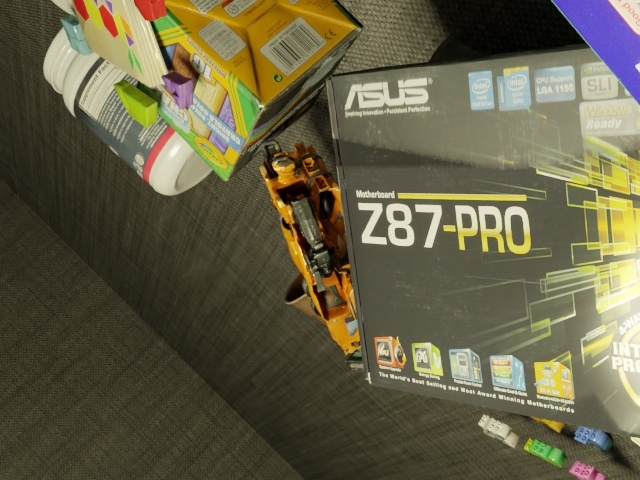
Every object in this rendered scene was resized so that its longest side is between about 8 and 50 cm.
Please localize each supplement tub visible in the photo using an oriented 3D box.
[{"bbox_3d":[-0.269,-0.220,1.384,0.272,0.191,0.191,42,156,7],"label":"supplement tub"}]

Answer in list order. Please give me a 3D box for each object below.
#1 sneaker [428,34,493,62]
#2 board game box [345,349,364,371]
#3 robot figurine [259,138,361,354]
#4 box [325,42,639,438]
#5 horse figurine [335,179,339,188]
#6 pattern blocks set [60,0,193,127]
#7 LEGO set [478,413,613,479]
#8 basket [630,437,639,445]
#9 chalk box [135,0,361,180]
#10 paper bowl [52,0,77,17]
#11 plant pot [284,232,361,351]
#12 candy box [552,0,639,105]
[{"bbox_3d":[0.180,-0.089,0.989,0.130,0.109,0.286,21,152,24],"label":"sneaker"},{"bbox_3d":[0.128,0.160,1.428,0.026,0.126,0.186,51,156,-13],"label":"board game box"},{"bbox_3d":[0.000,0.000,1.160,0.211,0.085,0.291,-119,8,-48],"label":"robot figurine"},{"bbox_3d":[0.193,-0.005,0.775,0.395,0.097,0.318,5,106,44],"label":"box"},{"bbox_3d":[0.069,-0.025,1.176,0.263,0.066,0.174,-115,11,-60],"label":"horse figurine"},{"bbox_3d":[-0.246,-0.264,1.065,0.325,0.026,0.285,39,151,35],"label":"pattern blocks set"},{"bbox_3d":[0.337,0.280,1.324,0.227,0.087,0.093,20,161,44],"label":"LEGO set"},{"bbox_3d":[0.424,0.098,0.797,0.255,0.201,0.288,37,128,26],"label":"basket"},{"bbox_3d":[-0.108,-0.215,1.147,0.179,0.180,0.289,46,155,0],"label":"chalk box"},{"bbox_3d":[-0.312,-0.413,1.206,0.284,0.148,0.284,35,153,21],"label":"paper bowl"},{"bbox_3d":[0.060,0.087,1.399,0.165,0.167,0.167,42,157,-11],"label":"plant pot"},{"bbox_3d":[0.217,-0.233,0.428,0.268,0.317,0.122,49,157,-5],"label":"candy box"}]
